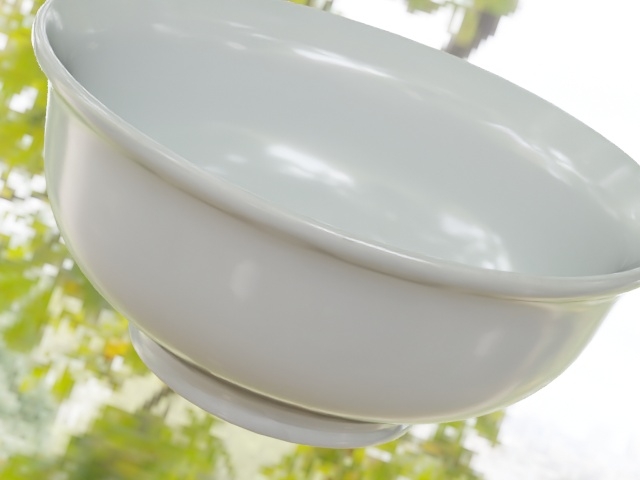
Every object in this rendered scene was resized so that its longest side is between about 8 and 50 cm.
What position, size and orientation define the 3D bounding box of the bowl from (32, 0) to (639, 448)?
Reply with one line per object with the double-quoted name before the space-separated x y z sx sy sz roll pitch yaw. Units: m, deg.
"bowl" 0.000 0.000 0.826 0.298 0.134 0.298 16 22 -7
